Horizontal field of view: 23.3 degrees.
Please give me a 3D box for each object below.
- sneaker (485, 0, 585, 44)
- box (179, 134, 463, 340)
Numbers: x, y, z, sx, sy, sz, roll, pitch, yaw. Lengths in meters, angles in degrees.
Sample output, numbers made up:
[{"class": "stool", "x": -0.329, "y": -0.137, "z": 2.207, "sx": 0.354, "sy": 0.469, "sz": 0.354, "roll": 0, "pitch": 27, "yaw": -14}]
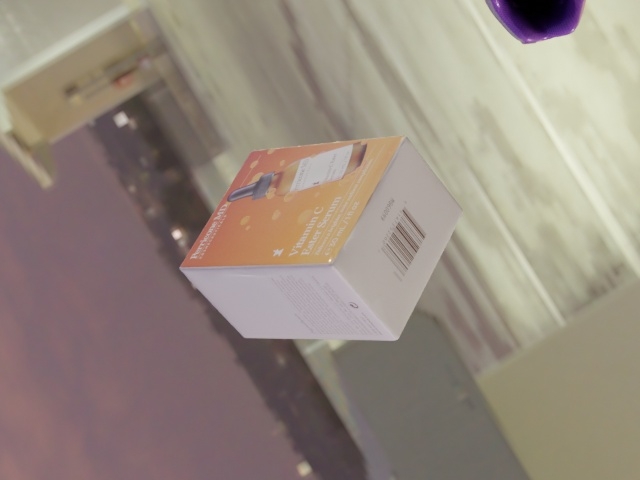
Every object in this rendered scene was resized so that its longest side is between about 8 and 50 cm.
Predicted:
[{"class": "sneaker", "x": 0.125, "y": -0.211, "z": 0.953, "sx": 0.236, "sy": 0.095, "sz": 0.104, "roll": 67, "pitch": -164, "yaw": -52}, {"class": "box", "x": 0.000, "y": 0.000, "z": 1.197, "sx": 0.170, "sy": 0.130, "sz": 0.091, "roll": -3, "pitch": 138, "yaw": 44}]
